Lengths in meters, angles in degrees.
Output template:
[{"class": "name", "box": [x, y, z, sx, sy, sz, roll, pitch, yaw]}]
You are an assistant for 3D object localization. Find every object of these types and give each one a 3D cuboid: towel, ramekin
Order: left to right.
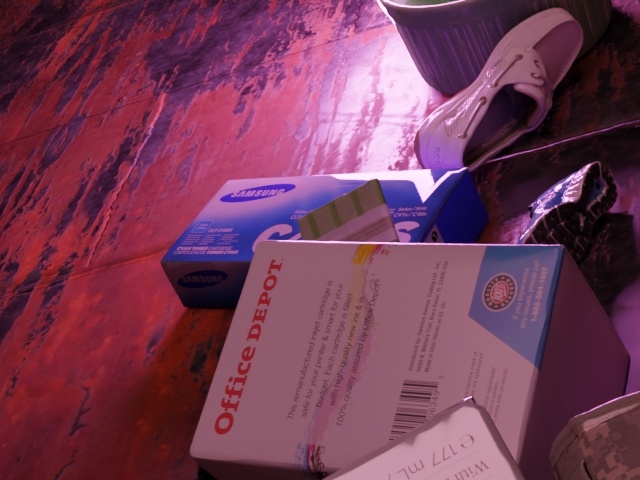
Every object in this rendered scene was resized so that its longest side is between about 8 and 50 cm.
[{"class": "towel", "box": [0.042, 0.026, 1.436, 0.113, 0.152, 0.023, -26, -17, 32]}, {"class": "ramekin", "box": [0.238, -0.322, 1.845, 0.303, 0.148, 0.303, -19, 30, 12]}]

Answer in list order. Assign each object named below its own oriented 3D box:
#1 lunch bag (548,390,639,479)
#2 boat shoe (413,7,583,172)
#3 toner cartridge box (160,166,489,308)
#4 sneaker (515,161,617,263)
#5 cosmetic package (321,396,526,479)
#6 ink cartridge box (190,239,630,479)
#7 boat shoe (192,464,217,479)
[{"class": "lunch bag", "box": [0.285, 0.200, 0.780, 0.287, 0.169, 0.235, 14, 30, -21]}, {"class": "boat shoe", "box": [0.236, -0.170, 1.663, 0.277, 0.098, 0.096, -46, 35, -17]}, {"class": "toner cartridge box", "box": [0.000, 0.000, 1.582, 0.348, 0.075, 0.165, -2, 37, 36]}, {"class": "sneaker", "box": [0.246, -0.016, 1.453, 0.073, 0.063, 0.162, -18, 20, 51]}, {"class": "cosmetic package", "box": [0.092, 0.313, 0.766, 0.217, 0.156, 0.385, -29, 55, 0]}, {"class": "ink cartridge box", "box": [0.077, 0.130, 1.107, 0.270, 0.197, 0.198, 1, 61, 30]}, {"class": "boat shoe", "box": [-0.070, 0.209, 1.297, 0.084, 0.079, 0.233, -10, 31, 29]}]
